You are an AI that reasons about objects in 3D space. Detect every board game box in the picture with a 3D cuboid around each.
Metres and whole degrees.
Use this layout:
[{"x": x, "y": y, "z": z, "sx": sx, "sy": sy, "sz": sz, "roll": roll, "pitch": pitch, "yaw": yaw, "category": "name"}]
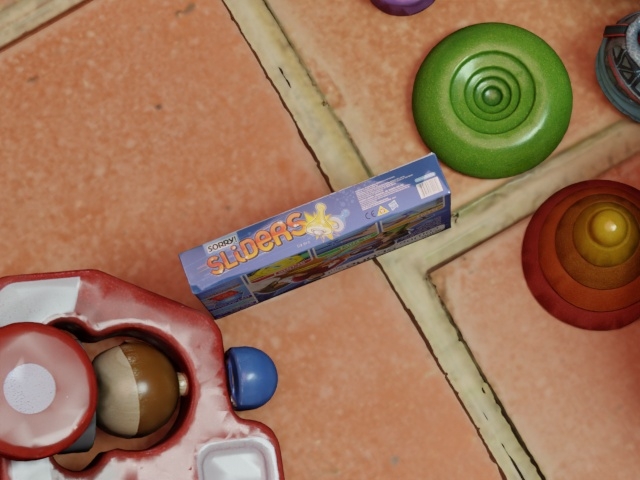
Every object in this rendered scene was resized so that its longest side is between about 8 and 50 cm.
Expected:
[{"x": 0.000, "y": 0.000, "z": 1.485, "sx": 0.201, "sy": 0.136, "sz": 0.035, "roll": -21, "pitch": 79, "yaw": -1, "category": "board game box"}]

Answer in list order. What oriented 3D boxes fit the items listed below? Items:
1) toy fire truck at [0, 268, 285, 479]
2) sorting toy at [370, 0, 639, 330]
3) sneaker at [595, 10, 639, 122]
[{"x": -0.148, "y": 0.172, "z": 1.467, "sx": 0.254, "sy": 0.169, "sz": 0.302, "roll": -4, "pitch": 78, "yaw": -21, "category": "toy fire truck"}, {"x": 0.145, "y": -0.101, "z": 1.499, "sx": 0.127, "sy": 0.126, "sz": 0.365, "roll": -33, "pitch": 79, "yaw": -2, "category": "sorting toy"}, {"x": 0.335, "y": -0.108, "z": 1.486, "sx": 0.262, "sy": 0.125, "sz": 0.104, "roll": 14, "pitch": 82, "yaw": 7, "category": "sneaker"}]
